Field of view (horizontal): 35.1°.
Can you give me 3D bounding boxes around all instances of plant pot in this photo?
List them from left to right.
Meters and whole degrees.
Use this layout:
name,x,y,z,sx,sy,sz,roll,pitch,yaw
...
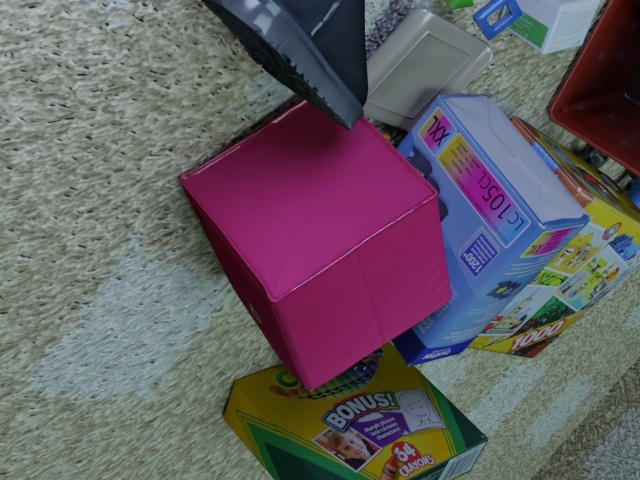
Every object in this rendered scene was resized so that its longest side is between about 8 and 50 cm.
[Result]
name,x,y,z,sx,sy,sz,roll,pitch,yaw
plant pot,0.626,-0.282,1.835,0.236,0.267,0.267,-20,142,-51

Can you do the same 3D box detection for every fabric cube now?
name,x,y,z,sx,sy,sz,roll,pitch,yaw
fabric cube,0.000,0.000,1.389,0.259,0.254,0.258,-33,147,-10

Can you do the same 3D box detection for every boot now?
name,x,y,z,sx,sy,sz,roll,pitch,yaw
boot,0.091,-0.363,1.124,0.445,0.146,0.367,-54,163,0

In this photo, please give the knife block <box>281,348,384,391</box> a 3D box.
name,x,y,z,sx,sy,sz,roll,pitch,yaw
knife block,0.041,0.141,1.780,0.242,0.088,0.275,-36,147,-17

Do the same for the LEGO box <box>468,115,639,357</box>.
name,x,y,z,sx,sy,sz,roll,pitch,yaw
LEGO box,0.378,0.018,1.881,0.372,0.193,0.500,-46,150,19

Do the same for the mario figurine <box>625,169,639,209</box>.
name,x,y,z,sx,sy,sz,roll,pitch,yaw
mario figurine,0.626,-0.036,2.267,0.320,0.170,0.198,-49,114,-18

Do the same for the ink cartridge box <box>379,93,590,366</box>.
name,x,y,z,sx,sy,sz,roll,pitch,yaw
ink cartridge box,0.184,0.006,1.574,0.151,0.270,0.395,-7,144,-44

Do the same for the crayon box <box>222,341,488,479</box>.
name,x,y,z,sx,sy,sz,roll,pitch,yaw
crayon box,0.064,0.336,1.813,0.363,0.313,0.106,-14,137,-41

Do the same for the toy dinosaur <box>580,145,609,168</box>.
name,x,y,z,sx,sy,sz,roll,pitch,yaw
toy dinosaur,0.519,-0.152,2.034,0.268,0.064,0.118,-37,155,-7

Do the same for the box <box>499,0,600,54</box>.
name,x,y,z,sx,sy,sz,roll,pitch,yaw
box,0.352,-0.353,1.557,0.102,0.101,0.087,-19,140,-36

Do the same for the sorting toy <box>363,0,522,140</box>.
name,x,y,z,sx,sy,sz,roll,pitch,yaw
sorting toy,0.134,-0.246,1.464,0.347,0.047,0.196,-46,146,23
